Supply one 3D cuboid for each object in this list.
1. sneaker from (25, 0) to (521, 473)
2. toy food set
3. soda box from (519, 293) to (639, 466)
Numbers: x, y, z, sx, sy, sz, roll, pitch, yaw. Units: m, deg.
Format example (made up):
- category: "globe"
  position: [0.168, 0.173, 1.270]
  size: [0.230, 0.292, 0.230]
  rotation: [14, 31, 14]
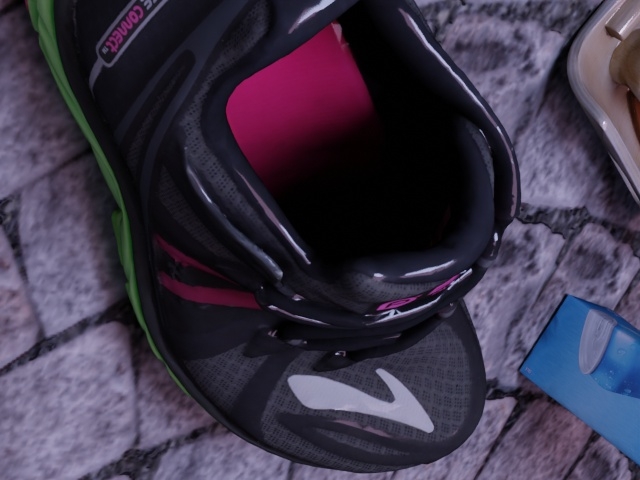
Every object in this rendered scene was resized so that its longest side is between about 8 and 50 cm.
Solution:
- category: "sneaker"
  position: [0.000, 0.000, 0.966]
  size: [0.185, 0.202, 0.482]
  rotation: [-42, 142, -12]
- category: "toy food set"
  position: [0.307, -0.144, 1.268]
  size: [0.306, 0.092, 0.220]
  rotation: [-48, 143, -5]
- category: "soda box"
  position: [0.245, 0.125, 1.324]
  size: [0.067, 0.210, 0.071]
  rotation: [19, 106, -52]
